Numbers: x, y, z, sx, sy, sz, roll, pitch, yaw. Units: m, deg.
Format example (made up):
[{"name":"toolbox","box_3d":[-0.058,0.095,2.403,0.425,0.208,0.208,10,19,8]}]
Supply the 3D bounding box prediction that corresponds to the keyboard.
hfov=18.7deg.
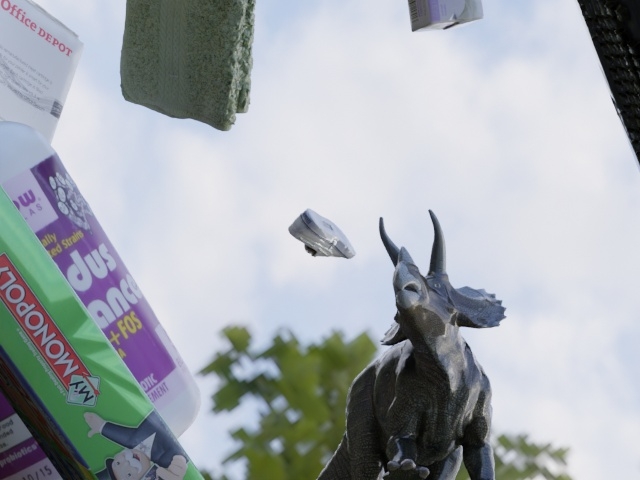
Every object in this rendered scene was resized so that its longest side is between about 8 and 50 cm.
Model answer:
[{"name":"keyboard","box_3d":[0.298,-0.085,1.601,0.201,0.033,0.317,33,-25,55]}]

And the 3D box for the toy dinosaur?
[{"name":"toy dinosaur","box_3d":[0.067,0.129,1.399,0.313,0.121,0.160,113,-17,-55]}]

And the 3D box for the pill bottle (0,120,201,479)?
[{"name":"pill bottle","box_3d":[-0.222,0.028,1.301,0.301,0.169,0.169,59,-30,-8]}]

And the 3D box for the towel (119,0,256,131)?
[{"name":"towel","box_3d":[-0.092,-0.156,1.337,0.110,0.027,0.148,15,-73,31]}]

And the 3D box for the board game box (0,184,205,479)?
[{"name":"board game box","box_3d":[-0.166,0.020,0.970,0.317,0.046,0.213,58,-13,-16]}]

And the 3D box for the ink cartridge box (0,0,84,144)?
[{"name":"ink cartridge box","box_3d":[-0.257,-0.111,1.490,0.063,0.150,0.109,2,-23,37]}]

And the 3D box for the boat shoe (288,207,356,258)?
[{"name":"boat shoe","box_3d":[0.000,0.000,1.936,0.100,0.035,0.035,32,26,-57]}]

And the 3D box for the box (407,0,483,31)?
[{"name":"box","box_3d":[0.110,-0.380,2.013,0.067,0.063,0.324,170,-88,-72]}]
